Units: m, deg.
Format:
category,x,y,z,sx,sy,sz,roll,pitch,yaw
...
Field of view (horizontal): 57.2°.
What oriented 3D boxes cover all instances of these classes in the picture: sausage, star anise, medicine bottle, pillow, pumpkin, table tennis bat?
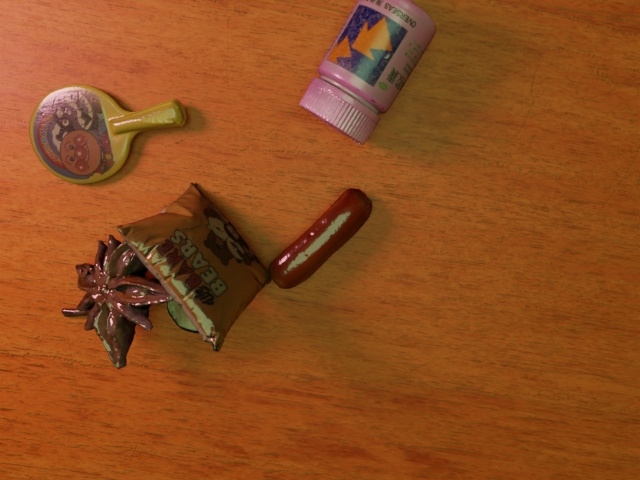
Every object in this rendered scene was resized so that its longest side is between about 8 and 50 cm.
category,x,y,z,sx,sy,sz,roll,pitch,yaw
sausage,0.000,0.000,1.360,0.300,0.083,0.089,-44,85,6
star anise,-0.460,0.116,1.327,0.349,0.109,0.292,-53,54,18
medicine bottle,0.098,-0.368,1.248,0.178,0.178,0.291,32,98,-6
pillow,-0.250,0.040,1.260,0.119,0.312,0.310,-32,99,27
pumpkin,-0.310,0.126,1.360,0.126,0.131,0.248,-44,95,7
table tennis bat,-0.484,-0.252,1.331,0.368,0.054,0.224,-10,101,5
